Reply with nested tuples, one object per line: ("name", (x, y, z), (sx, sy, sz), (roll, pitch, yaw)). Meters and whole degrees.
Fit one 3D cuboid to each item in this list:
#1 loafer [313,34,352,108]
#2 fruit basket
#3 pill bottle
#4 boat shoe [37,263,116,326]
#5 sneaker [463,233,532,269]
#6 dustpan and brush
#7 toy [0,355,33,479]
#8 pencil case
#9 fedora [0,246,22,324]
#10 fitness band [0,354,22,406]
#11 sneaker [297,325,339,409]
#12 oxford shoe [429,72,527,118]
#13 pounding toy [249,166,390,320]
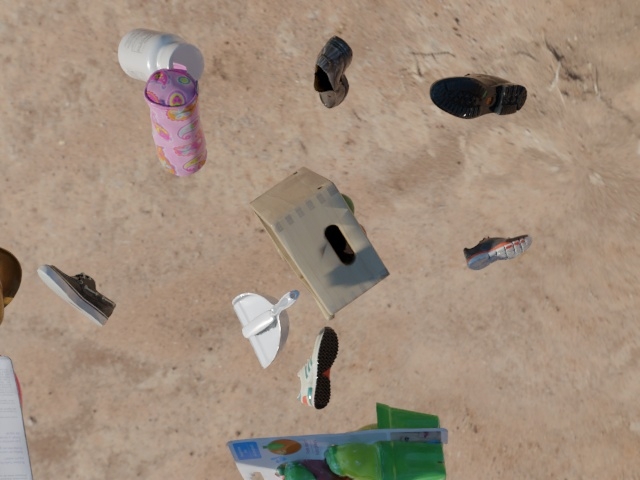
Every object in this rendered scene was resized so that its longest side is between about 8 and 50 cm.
("loafer", (0.010, -0.270, 1.226), (0.062, 0.170, 0.061), (40, 71, 16))
("fruit basket", (0.042, 0.413, 1.265), (0.354, 0.327, 0.165), (-9, 50, -1))
("pill bottle", (-0.390, -0.448, 1.805), (0.229, 0.131, 0.131), (24, 105, 44))
("boat shoe", (-0.544, 0.108, 1.643), (0.078, 0.219, 0.070), (16, 64, 36))
("sneaker", (0.389, 0.009, 1.617), (0.158, 0.061, 0.064), (-18, 51, -4))
("dustpan and brush", (-0.092, 0.141, 1.360), (0.211, 0.060, 0.147), (-38, 73, 35))
("toy", (-0.284, 0.197, 0.588), (0.137, 0.056, 0.237), (-2, 106, 7))
("pencil case", (-0.315, -0.261, 1.620), (0.124, 0.284, 0.124), (2, 62, -3))
("fedora", (-0.505, 0.089, 1.033), (0.194, 0.194, 0.079), (-47, 60, 18))
("fitness band", (-0.584, 0.247, 1.048), (0.291, 0.054, 0.208), (-1, 62, -17))
("sneaker", (-0.014, 0.247, 1.441), (0.075, 0.057, 0.161), (2, 82, 44))
("oxford shoe", (0.298, -0.295, 1.467), (0.096, 0.227, 0.082), (47, 129, 46))
("pounding toy", (0.003, 0.006, 0.882), (0.094, 0.206, 0.181), (-35, 110, -6))
